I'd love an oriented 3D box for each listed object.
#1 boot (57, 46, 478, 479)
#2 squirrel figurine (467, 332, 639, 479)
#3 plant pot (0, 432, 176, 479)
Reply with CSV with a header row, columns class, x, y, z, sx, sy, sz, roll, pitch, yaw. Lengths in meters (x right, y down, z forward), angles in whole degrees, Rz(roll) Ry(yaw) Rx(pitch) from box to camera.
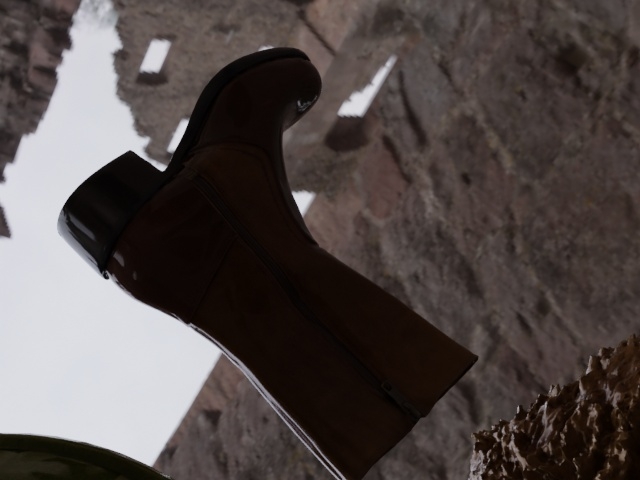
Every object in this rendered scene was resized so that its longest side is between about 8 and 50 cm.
class,x,y,z,sx,sy,sz,roll,pitch,yaw
boot,0.000,0.000,0.727,0.280,0.096,0.264,37,-133,12
squirrel figurine,0.249,0.260,0.777,0.281,0.370,0.397,-5,-117,-9
plant pot,-0.187,0.278,0.361,0.366,0.366,0.353,37,-178,8
